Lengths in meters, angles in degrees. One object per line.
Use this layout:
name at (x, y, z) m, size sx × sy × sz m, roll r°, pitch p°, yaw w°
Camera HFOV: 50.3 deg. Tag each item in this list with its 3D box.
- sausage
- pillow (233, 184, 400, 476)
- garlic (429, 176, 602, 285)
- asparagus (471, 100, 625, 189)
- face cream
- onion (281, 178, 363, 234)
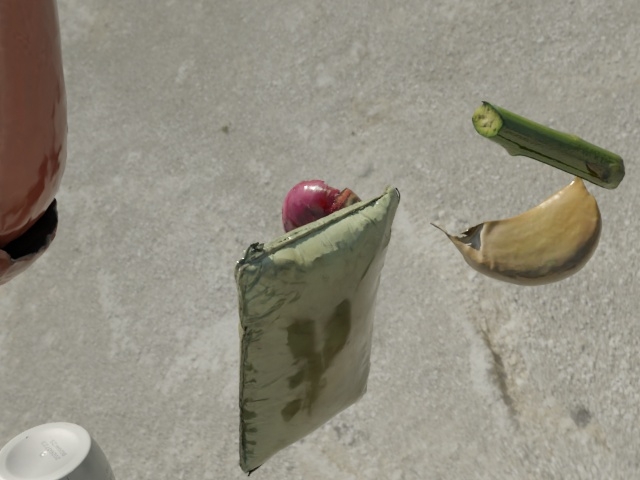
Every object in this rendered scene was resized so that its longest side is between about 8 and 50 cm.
sausage at (-0.234, -0.102, 0.415) m, size 0.152 × 0.152 × 0.280 m, roll 7°, pitch 104°, yaw 30°
pillow at (-0.005, 0.092, 0.660) m, size 0.185 × 0.302 × 0.075 m, roll -28°, pitch 50°, yaw -32°
garlic at (0.416, 0.002, 1.428) m, size 0.338 × 0.151 × 0.196 m, roll -18°, pitch 93°, yaw 3°
asparagus at (0.373, -0.151, 1.105) m, size 0.060 × 0.277 × 0.067 m, roll -140°, pitch 67°, yaw -74°
face cream at (-0.266, 0.251, 0.682) m, size 0.117 × 0.104 × 0.117 m, roll -3°, pitch 25°, yaw 2°
onion at (0.000, 0.000, 0.950) m, size 0.150 × 0.150 × 0.140 m, roll 10°, pitch 50°, yaw 31°
